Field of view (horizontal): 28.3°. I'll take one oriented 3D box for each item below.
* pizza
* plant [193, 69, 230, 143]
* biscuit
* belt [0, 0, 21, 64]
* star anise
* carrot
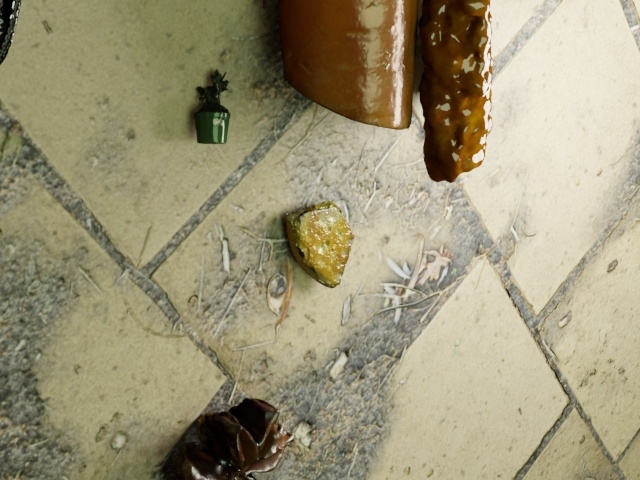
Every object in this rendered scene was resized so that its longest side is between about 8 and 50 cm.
[{"bbox_3d":[0.000,0.000,1.933,0.099,0.035,0.160,-46,131,-19],"label":"pizza"},{"bbox_3d":[-0.147,-0.182,1.727,0.051,0.051,0.102,1,92,-42],"label":"plant"},{"bbox_3d":[0.199,-0.277,1.853,0.312,0.110,0.318,-74,161,-58],"label":"biscuit"},{"bbox_3d":[-0.356,-0.357,1.423,0.094,0.126,0.360,12,107,-53],"label":"belt"},{"bbox_3d":[-0.144,0.315,1.871,0.190,0.125,0.220,-49,159,-17],"label":"star anise"},{"bbox_3d":[0.034,-0.327,1.735,0.193,0.214,0.331,-53,149,-63],"label":"carrot"}]
